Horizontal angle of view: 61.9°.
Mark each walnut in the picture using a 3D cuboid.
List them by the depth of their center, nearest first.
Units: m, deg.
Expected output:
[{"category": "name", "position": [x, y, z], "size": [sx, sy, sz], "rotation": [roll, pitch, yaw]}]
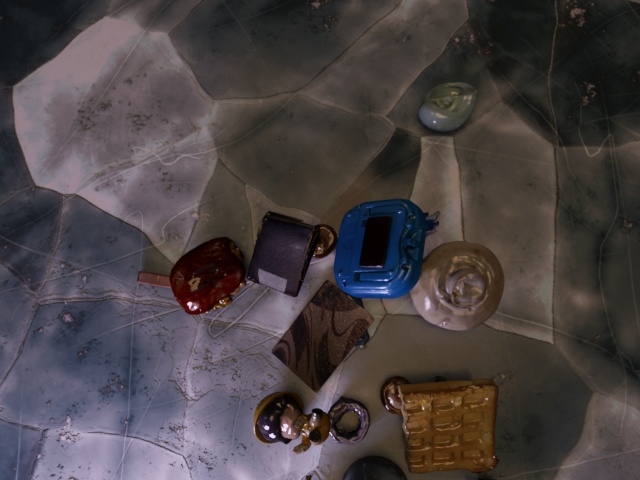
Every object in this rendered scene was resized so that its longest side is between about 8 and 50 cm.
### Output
[{"category": "walnut", "position": [-0.372, 0.133, 1.837], "size": [0.269, 0.222, 0.243], "rotation": [-32, 111, -6]}]

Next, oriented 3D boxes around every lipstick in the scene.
[{"category": "lipstick", "position": [-0.581, 0.143, 1.922], "size": [0.146, 0.045, 0.045], "rotation": [9, 80, 4]}]

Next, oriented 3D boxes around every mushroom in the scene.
[{"category": "mushroom", "position": [0.452, 0.150, 1.703], "size": [0.315, 0.336, 0.313], "rotation": [0, 92, 2]}, {"category": "mushroom", "position": [0.259, 0.518, 1.780], "size": [0.127, 0.087, 0.127], "rotation": [0, 77, 1]}, {"category": "mushroom", "position": [0.002, 0.004, 1.886], "size": [0.126, 0.085, 0.109], "rotation": [-38, 54, -6]}]

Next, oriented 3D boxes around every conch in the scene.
[{"category": "conch", "position": [0.455, -0.480, 1.915], "size": [0.221, 0.121, 0.184], "rotation": [-29, 76, -8]}]

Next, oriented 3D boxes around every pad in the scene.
[{"category": "pad", "position": [0.003, 0.327, 1.831], "size": [0.220, 0.004, 0.330], "rotation": [38, 95, 15]}]

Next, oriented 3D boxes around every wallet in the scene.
[{"category": "wallet", "position": [-0.130, 0.045, 1.865], "size": [0.221, 0.071, 0.262], "rotation": [17, 88, 26]}]

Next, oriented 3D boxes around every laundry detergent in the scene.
[{"category": "laundry detergent", "position": [0.115, 0.283, 1.843], "size": [0.097, 0.061, 0.206], "rotation": [-15, 81, -2]}]

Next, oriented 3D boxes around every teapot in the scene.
[{"category": "teapot", "position": [0.195, 0.844, 1.619], "size": [0.233, 0.312, 0.315], "rotation": [-43, 80, -1]}]

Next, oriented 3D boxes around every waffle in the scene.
[{"category": "waffle", "position": [0.410, 0.592, 1.691], "size": [0.305, 0.077, 0.347], "rotation": [-6, 113, 2]}]

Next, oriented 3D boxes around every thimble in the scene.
[{"category": "thimble", "position": [0.090, 0.599, 1.773], "size": [0.150, 0.098, 0.149], "rotation": [0, 81, 3]}]

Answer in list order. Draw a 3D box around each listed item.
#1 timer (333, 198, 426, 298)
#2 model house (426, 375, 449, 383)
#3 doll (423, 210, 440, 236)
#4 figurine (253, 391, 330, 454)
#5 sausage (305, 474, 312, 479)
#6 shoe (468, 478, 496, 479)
[{"category": "timer", "position": [0.193, 0.022, 1.781], "size": [0.309, 0.115, 0.339], "rotation": [-3, 68, 37]}, {"category": "model house", "position": [0.403, 0.505, 1.765], "size": [0.088, 0.100, 0.100], "rotation": [-33, 79, -1]}, {"category": "doll", "position": [0.347, -0.036, 1.879], "size": [0.195, 0.070, 0.096], "rotation": [-42, 50, 0]}, {"category": "figurine", "position": [-0.092, 0.589, 1.739], "size": [0.257, 0.167, 0.192], "rotation": [7, 104, 24]}, {"category": "sausage", "position": [-0.027, 0.926, 1.720], "size": [0.125, 0.117, 0.317], "rotation": [-7, 78, -12]}, {"category": "shoe", "position": [0.565, 0.798, 1.724], "size": [0.179, 0.071, 0.049], "rotation": [22, 82, 1]}]
